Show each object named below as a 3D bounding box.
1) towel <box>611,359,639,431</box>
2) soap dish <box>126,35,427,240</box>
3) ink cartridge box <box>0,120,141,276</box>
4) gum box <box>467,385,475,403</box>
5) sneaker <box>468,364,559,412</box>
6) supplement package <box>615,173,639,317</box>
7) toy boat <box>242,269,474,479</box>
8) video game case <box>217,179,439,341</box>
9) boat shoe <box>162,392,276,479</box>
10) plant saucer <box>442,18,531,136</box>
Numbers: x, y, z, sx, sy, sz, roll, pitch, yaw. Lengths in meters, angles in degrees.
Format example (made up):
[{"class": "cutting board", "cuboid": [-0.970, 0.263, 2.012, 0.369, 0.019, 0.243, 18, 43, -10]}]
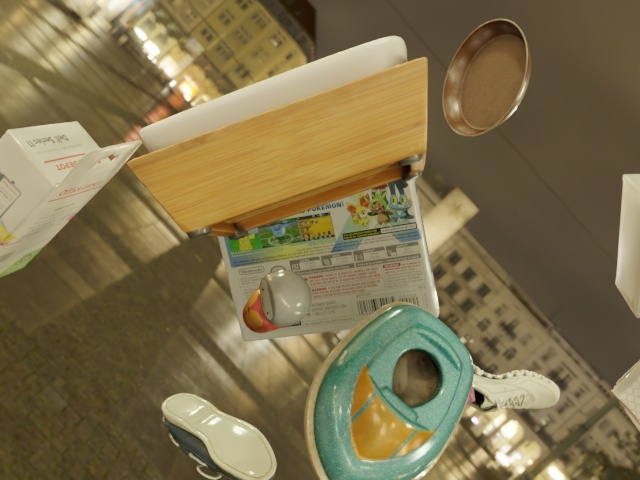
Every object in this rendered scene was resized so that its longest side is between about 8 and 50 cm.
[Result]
[{"class": "towel", "cuboid": [0.694, 0.266, 1.382, 0.053, 0.331, 0.317, 19, 28, -31]}, {"class": "soap dish", "cuboid": [-0.022, -0.092, 0.829, 0.229, 0.291, 0.118, 10, 62, -84]}, {"class": "ink cartridge box", "cuboid": [-0.478, -0.080, 1.317, 0.119, 0.353, 0.207, 49, 18, 0]}, {"class": "gum box", "cuboid": [0.193, 0.283, 1.537, 0.062, 0.188, 0.107, -118, -168, -57]}, {"class": "sneaker", "cuboid": [0.448, 0.384, 1.992, 0.118, 0.292, 0.110, -76, 172, -63]}, {"class": "supplement package", "cuboid": [0.725, 0.008, 1.694, 0.204, 0.145, 0.261, -69, 157, -70]}, {"class": "toy boat", "cuboid": [0.040, 0.159, 0.988, 0.318, 0.267, 0.148, 38, -26, -6]}, {"class": "video game case", "cuboid": [0.000, 0.000, 1.265, 0.036, 0.329, 0.299, -51, 131, -70]}, {"class": "boat shoe", "cuboid": [-0.169, 0.339, 1.310, 0.255, 0.095, 0.079, 21, -55, 34]}, {"class": "plant saucer", "cuboid": [0.236, -0.224, 1.123, 0.029, 0.168, 0.168, 14, 19, -30]}]
